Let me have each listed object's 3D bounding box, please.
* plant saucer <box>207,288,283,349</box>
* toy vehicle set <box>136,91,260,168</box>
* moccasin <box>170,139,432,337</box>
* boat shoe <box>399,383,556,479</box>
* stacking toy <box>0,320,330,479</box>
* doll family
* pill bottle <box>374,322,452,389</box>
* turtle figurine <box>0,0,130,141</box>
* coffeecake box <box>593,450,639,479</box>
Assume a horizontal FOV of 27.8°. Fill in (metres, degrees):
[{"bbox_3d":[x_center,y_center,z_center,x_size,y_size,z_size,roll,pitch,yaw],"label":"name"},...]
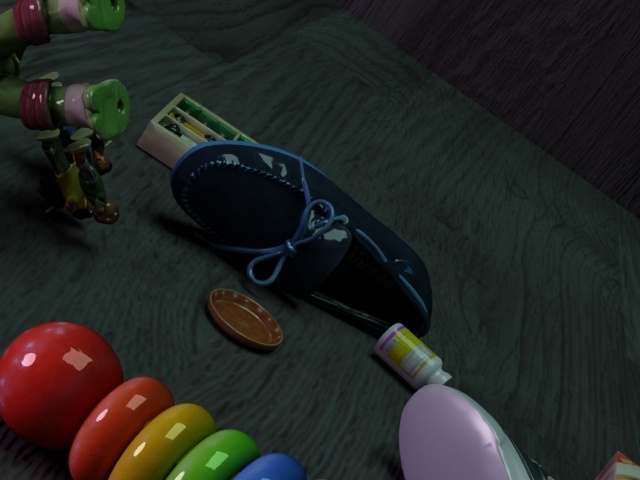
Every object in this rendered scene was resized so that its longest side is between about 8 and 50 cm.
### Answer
[{"bbox_3d":[-0.075,0.078,1.256,0.083,0.013,0.083,30,20,-12],"label":"plant saucer"},{"bbox_3d":[-0.084,-0.076,1.570,0.267,0.035,0.166,33,19,-6],"label":"toy vehicle set"},{"bbox_3d":[0.000,0.000,1.384,0.342,0.137,0.117,24,26,-27],"label":"moccasin"},{"bbox_3d":[0.182,0.252,1.137,0.102,0.108,0.301,10,34,-51],"label":"boat shoe"},{"bbox_3d":[-0.084,0.164,0.870,0.330,0.141,0.141,37,19,15],"label":"stacking toy"},{"bbox_3d":[-0.232,-0.079,1.230,0.193,0.076,0.111,-98,174,-53],"label":"doll family"},{"bbox_3d":[0.100,0.130,1.381,0.083,0.043,0.043,42,20,17],"label":"pill bottle"},{"bbox_3d":[-0.312,-0.150,1.085,0.274,0.266,0.198,59,34,-55],"label":"turtle figurine"},{"bbox_3d":[0.338,0.312,1.311,0.142,0.068,0.185,36,18,4],"label":"coffeecake box"}]
